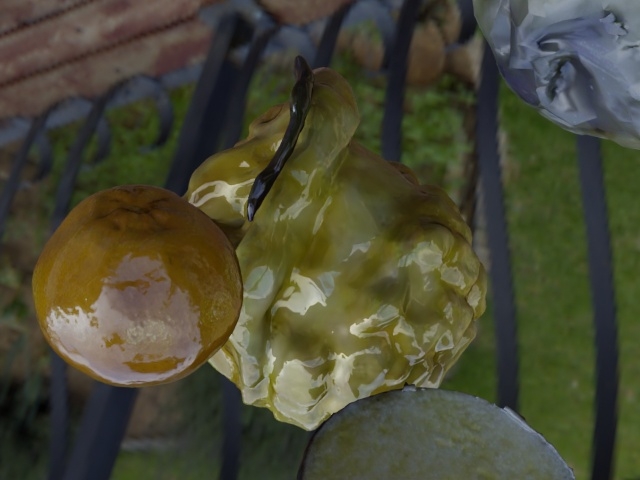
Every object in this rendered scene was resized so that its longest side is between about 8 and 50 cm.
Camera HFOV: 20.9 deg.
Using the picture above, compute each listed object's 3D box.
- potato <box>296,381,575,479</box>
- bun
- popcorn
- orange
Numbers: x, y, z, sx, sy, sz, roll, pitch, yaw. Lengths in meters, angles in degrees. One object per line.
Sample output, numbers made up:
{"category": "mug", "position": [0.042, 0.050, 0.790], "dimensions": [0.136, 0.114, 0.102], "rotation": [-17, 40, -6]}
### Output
{"category": "potato", "position": [0.095, 0.257, 1.599], "dimensions": [0.299, 0.239, 0.116], "rotation": [6, 160, -26]}
{"category": "bun", "position": [0.223, -0.157, 1.262], "dimensions": [0.273, 0.168, 0.273], "rotation": [41, 166, 12]}
{"category": "popcorn", "position": [0.000, 0.000, 1.752], "dimensions": [0.349, 0.349, 0.382], "rotation": [3, 125, 19]}
{"category": "orange", "position": [-0.135, 0.030, 1.276], "dimensions": [0.159, 0.159, 0.136], "rotation": [10, 128, 9]}
